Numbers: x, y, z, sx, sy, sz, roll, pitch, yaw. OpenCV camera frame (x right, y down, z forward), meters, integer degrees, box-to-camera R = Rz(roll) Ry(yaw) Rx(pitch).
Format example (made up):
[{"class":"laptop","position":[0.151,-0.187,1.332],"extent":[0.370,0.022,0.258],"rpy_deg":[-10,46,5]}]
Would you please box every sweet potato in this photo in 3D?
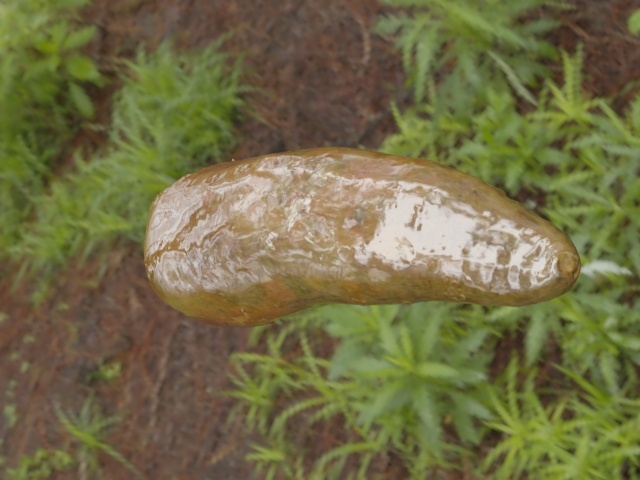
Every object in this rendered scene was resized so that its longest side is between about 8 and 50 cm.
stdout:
[{"class":"sweet potato","position":[0.000,-0.001,0.727],"extent":[0.292,0.097,0.097],"rpy_deg":[-1,68,48]}]
